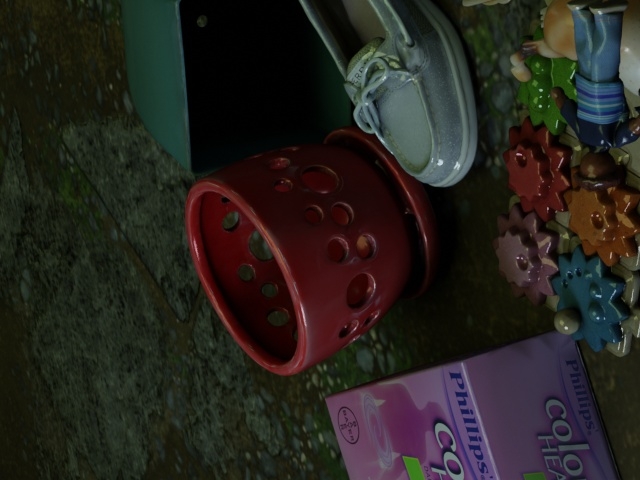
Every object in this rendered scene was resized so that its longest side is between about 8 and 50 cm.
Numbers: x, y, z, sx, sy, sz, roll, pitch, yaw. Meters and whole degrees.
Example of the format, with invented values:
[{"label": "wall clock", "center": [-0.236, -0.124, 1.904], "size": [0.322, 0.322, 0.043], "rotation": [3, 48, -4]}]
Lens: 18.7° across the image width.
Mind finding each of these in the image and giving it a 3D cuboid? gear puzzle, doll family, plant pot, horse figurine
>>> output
[{"label": "gear puzzle", "center": [0.197, -0.078, 1.503], "size": [0.175, 0.044, 0.339], "rotation": [38, 134, 46]}, {"label": "doll family", "center": [0.193, -0.071, 1.066], "size": [0.193, 0.076, 0.111], "rotation": [-139, 39, -65]}, {"label": "plant pot", "center": [-0.099, -0.181, 1.842], "size": [0.234, 0.165, 0.165], "rotation": [31, 129, 58]}, {"label": "horse figurine", "center": [0.224, -0.124, 1.343], "size": [0.263, 0.066, 0.174], "rotation": [34, 162, 8]}, {"label": "plant pot", "center": [0.000, 0.000, 1.719], "size": [0.191, 0.174, 0.191], "rotation": [47, 152, 35]}]

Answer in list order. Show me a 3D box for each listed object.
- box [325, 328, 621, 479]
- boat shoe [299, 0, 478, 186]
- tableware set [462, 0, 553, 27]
[{"label": "box", "center": [0.135, 0.205, 1.664], "size": [0.243, 0.117, 0.213], "rotation": [-22, 84, 59]}, {"label": "boat shoe", "center": [0.034, -0.186, 1.667], "size": [0.118, 0.103, 0.320], "rotation": [-40, 70, 58]}, {"label": "tableware set", "center": [0.166, -0.242, 1.461], "size": [0.141, 0.020, 0.169], "rotation": [5, 86, 55]}]
